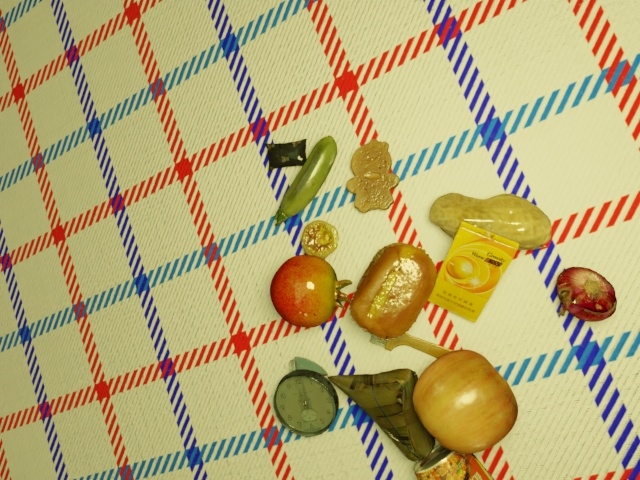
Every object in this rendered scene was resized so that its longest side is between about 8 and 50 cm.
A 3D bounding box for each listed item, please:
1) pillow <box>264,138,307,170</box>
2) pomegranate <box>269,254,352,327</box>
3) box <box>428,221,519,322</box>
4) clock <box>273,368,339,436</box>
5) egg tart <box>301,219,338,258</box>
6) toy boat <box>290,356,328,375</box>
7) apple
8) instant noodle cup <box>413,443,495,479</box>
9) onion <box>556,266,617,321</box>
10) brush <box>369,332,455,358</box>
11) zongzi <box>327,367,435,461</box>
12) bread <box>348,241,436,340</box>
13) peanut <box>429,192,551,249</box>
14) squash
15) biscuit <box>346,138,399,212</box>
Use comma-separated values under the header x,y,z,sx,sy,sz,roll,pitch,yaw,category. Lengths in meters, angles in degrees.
x,y,z,sx,sy,sz,roll,pitch,yaw,category
-0.111,-0.283,1.333,0.150,0.048,0.091,-2,87,16,pillow
-0.027,0.153,1.223,0.256,0.221,0.221,-3,89,11,pomegranate
0.406,0.092,1.098,0.152,0.043,0.269,23,128,16,box
-0.049,0.522,1.290,0.214,0.042,0.215,2,99,13,clock
0.000,0.000,1.293,0.130,0.052,0.131,-1,88,17,egg tart
-0.036,0.422,1.318,0.122,0.034,0.096,-11,89,9,toy boat
0.377,0.430,1.067,0.241,0.242,0.242,-33,79,-3,apple
0.368,0.662,1.096,0.213,0.213,0.174,-39,71,14,instant noodle cup
0.672,0.155,1.052,0.150,0.140,0.150,4,53,-6,onion
0.289,0.310,1.215,0.272,0.013,0.103,18,96,18,brush
0.174,0.522,1.209,0.289,0.123,0.260,-18,89,31,zongzi
0.207,0.139,1.161,0.204,0.156,0.288,32,94,14,bread
0.457,-0.056,1.102,0.313,0.149,0.149,7,92,23,peanut
-0.044,-0.180,1.292,0.094,0.094,0.341,35,98,15,squash
0.160,-0.200,1.250,0.165,0.036,0.226,-8,84,17,biscuit
